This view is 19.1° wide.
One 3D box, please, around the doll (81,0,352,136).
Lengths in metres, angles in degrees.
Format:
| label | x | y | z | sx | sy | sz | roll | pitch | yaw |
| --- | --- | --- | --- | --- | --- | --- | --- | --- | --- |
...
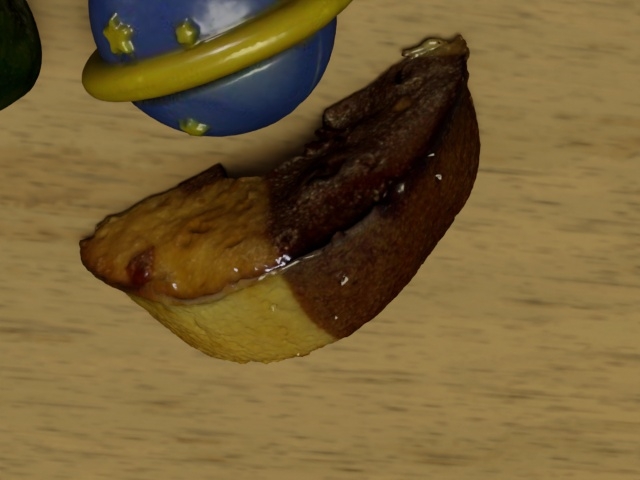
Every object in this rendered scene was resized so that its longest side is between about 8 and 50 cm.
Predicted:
| label | x | y | z | sx | sy | sz | roll | pitch | yaw |
| --- | --- | --- | --- | --- | --- | --- | --- | --- | --- |
| doll | -0.046 | -0.187 | 1.109 | 0.311 | 0.159 | 0.242 | -11 | 102 | 43 |

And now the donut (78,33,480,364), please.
| label | x | y | z | sx | sy | sz | roll | pitch | yaw |
| --- | --- | --- | --- | --- | --- | --- | --- | --- | --- |
| donut | 0.000 | 0.000 | 1.244 | 0.295 | 0.151 | 0.112 | -30 | 127 | 7 |

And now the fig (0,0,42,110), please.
| label | x | y | z | sx | sy | sz | roll | pitch | yaw |
| --- | --- | --- | --- | --- | --- | --- | --- | --- | --- |
| fig | -0.241 | -0.155 | 1.156 | 0.117 | 0.117 | 0.177 | -13 | 110 | -1 |
